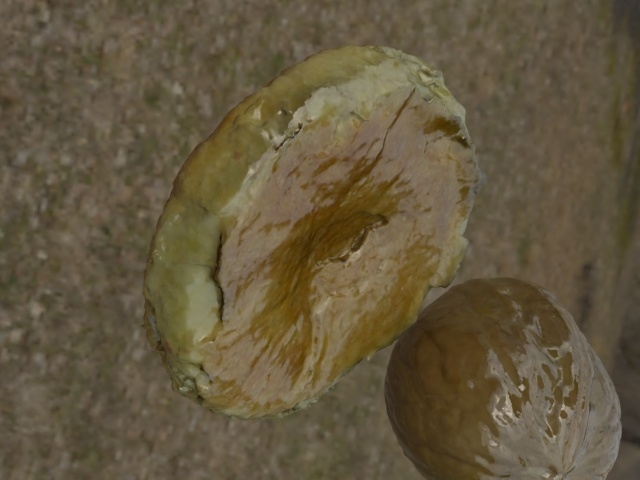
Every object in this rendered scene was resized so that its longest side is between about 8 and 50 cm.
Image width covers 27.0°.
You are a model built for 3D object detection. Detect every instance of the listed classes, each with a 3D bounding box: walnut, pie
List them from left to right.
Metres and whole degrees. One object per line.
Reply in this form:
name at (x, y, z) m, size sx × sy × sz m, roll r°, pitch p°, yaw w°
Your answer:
pie at (0.000, 0.000, 1.063) m, size 0.339 × 0.083 × 0.340 m, roll -26°, pitch 137°, yaw -27°
walnut at (0.167, 0.150, 1.218) m, size 0.228 × 0.228 × 0.228 m, roll 13°, pitch 90°, yaw -73°
